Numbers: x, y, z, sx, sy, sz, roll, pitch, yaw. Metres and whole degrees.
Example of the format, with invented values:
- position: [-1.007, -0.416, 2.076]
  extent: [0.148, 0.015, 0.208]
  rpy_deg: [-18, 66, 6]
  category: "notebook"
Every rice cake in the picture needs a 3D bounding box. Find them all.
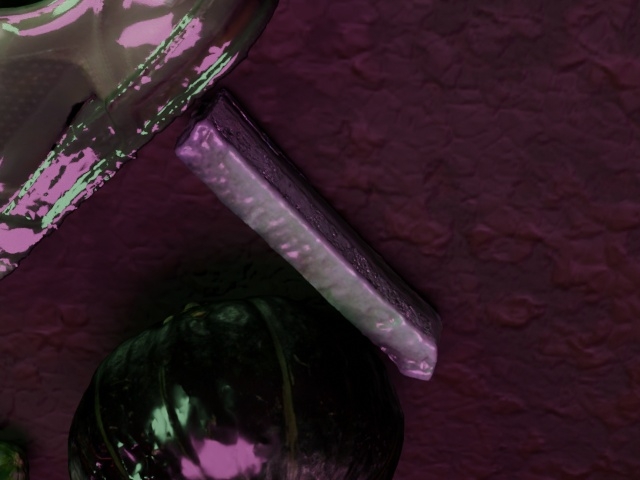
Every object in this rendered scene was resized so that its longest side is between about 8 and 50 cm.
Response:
- position: [0.000, 0.000, 0.920]
  extent: [0.034, 0.043, 0.211]
  rpy_deg: [-33, 116, 28]
  category: "rice cake"

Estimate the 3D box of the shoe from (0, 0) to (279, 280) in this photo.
- position: [-0.168, -0.082, 0.843]
  extent: [0.293, 0.109, 0.149]
  rpy_deg: [-38, 110, 22]
  category: "shoe"

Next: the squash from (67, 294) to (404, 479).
- position: [-0.049, 0.115, 0.938]
  extent: [0.193, 0.156, 0.193]
  rpy_deg: [-10, 125, -15]
  category: "squash"

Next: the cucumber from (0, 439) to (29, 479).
- position: [-0.278, 0.202, 1.059]
  extent: [0.241, 0.074, 0.074]
  rpy_deg: [-36, 115, 23]
  category: "cucumber"
